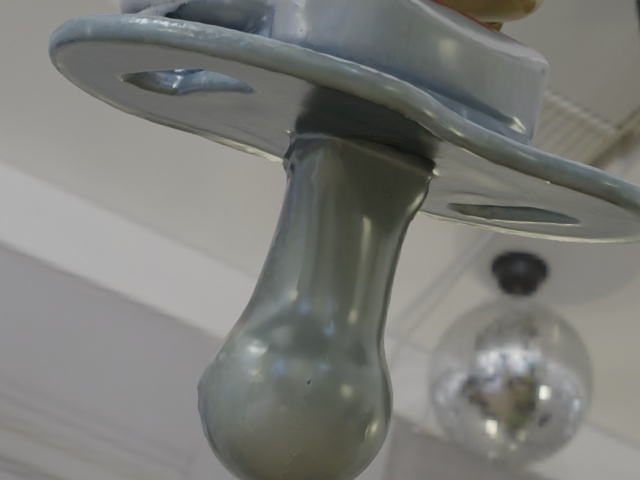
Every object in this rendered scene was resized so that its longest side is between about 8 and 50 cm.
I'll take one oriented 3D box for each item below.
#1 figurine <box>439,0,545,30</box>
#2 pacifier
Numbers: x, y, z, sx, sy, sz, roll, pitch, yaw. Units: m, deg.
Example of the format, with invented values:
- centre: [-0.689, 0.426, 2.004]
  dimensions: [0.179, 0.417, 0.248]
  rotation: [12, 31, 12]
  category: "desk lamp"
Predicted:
- centre: [0.099, -0.176, 0.868]
  dimensions: [0.108, 0.196, 0.114]
  rotation: [36, -68, 10]
  category: "figurine"
- centre: [0.000, 0.000, 0.721]
  dimensions: [0.299, 0.233, 0.244]
  rotation: [20, -13, -34]
  category: "pacifier"
